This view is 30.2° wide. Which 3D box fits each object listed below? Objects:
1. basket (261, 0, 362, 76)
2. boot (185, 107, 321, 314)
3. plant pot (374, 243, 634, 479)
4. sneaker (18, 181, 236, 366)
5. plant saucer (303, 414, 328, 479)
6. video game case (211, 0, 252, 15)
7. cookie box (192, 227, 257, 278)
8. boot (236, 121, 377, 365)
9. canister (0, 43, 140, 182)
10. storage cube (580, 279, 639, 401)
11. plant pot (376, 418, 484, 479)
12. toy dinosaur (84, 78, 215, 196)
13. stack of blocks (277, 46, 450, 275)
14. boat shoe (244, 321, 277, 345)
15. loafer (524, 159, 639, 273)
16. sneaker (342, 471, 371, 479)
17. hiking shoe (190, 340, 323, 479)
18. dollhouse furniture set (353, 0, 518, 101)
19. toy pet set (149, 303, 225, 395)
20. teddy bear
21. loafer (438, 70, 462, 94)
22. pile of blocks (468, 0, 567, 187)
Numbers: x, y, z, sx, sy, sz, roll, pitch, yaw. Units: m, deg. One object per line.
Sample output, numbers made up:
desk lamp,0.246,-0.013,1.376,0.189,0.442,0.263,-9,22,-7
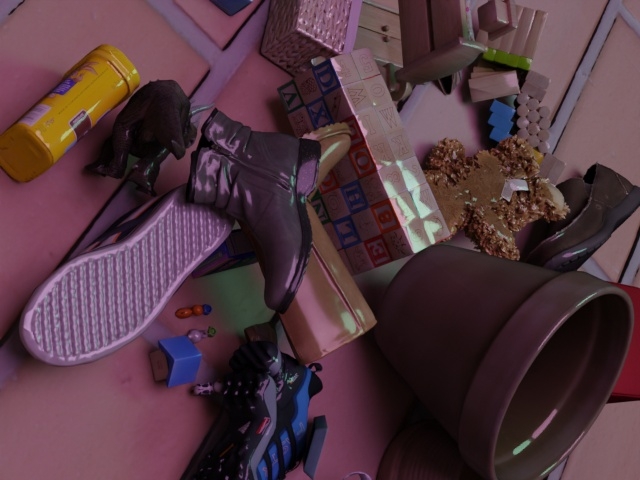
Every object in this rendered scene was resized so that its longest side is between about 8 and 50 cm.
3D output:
basket,-0.012,-0.339,1.781,0.103,0.113,0.167,25,62,-27
boot,-0.094,-0.036,1.461,0.161,0.083,0.246,13,65,-16
plant pot,0.240,0.151,1.695,0.323,0.280,0.323,-29,135,-34
sneaker,-0.244,0.048,1.463,0.321,0.127,0.126,-39,100,-31
plant saucer,-0.008,0.268,1.561,0.018,0.192,0.067,16,87,1
video game case,-0.177,-0.504,1.727,0.269,0.061,0.244,35,58,-27
cookie box,-0.112,0.012,1.602,0.107,0.092,0.040,-13,81,-41
boot,0.000,0.000,1.581,0.236,0.089,0.269,-28,89,-30
canister,-0.316,-0.155,1.462,0.073,0.126,0.170,49,54,-15
storage cube,0.401,0.174,1.918,0.193,0.184,0.215,10,70,-39
plant pot,0.204,0.377,1.741,0.237,0.110,0.237,12,70,-36
toy dinosaur,-0.215,-0.145,1.492,0.121,0.313,0.160,22,85,-5
stack of blocks,0.047,-0.107,1.718,0.087,0.171,0.297,-24,92,-42
boat shoe,-0.080,0.179,1.610,0.045,0.050,0.135,-5,87,-17
loafer,0.438,-0.031,2.069,0.130,0.134,0.366,45,39,9
sneaker,0.070,0.492,1.573,0.210,0.137,0.366,-31,94,-38
hiking shoe,-0.076,0.286,1.512,0.132,0.113,0.304,27,76,-36
dollhouse furniture set,0.188,-0.376,1.796,0.174,0.355,0.303,10,70,-38
toy pet set,-0.161,0.142,1.538,0.114,0.065,0.122,-7,81,-41
teddy bear,0.247,-0.065,1.896,0.245,0.113,0.338,50,52,5
loafer,0.207,-0.286,1.964,0.125,0.045,0.039,51,54,-59
pile of blocks,0.336,-0.236,2.062,0.112,0.149,0.362,-13,96,-84
